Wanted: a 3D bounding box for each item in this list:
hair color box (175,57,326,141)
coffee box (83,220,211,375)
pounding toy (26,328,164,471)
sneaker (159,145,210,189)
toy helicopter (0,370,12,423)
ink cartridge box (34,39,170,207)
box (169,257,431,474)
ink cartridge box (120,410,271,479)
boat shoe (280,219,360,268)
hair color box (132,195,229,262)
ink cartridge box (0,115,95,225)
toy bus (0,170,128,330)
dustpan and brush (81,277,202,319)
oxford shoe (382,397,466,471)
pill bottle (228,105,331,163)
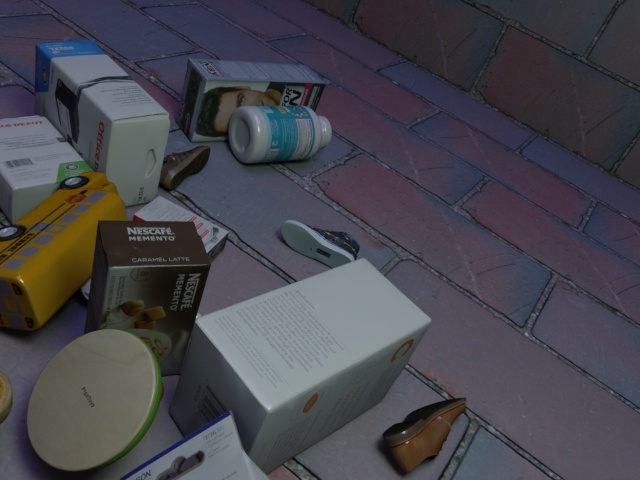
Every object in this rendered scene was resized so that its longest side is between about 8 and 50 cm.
[{"bbox_3d":[-0.185,-0.377,1.572,0.374,0.185,0.113,-10,48,-38],"label":"hair color box"},{"bbox_3d":[-0.264,0.094,0.861,0.141,0.246,0.098,0,42,-30],"label":"coffee box"},{"bbox_3d":[-0.275,0.245,0.769,0.183,0.110,0.237,-18,57,5],"label":"pounding toy"},{"bbox_3d":[-0.325,-0.185,1.347,0.071,0.066,0.188,27,35,7],"label":"sneaker"},{"bbox_3d":[-0.469,0.265,0.593,0.235,0.140,0.355,25,39,-1],"label":"toy helicopter"},{"bbox_3d":[-0.465,-0.241,1.206,0.129,0.223,0.307,-21,54,-44],"label":"ink cartridge box"},{"bbox_3d":[-0.027,0.192,0.892,0.345,0.215,0.168,-17,51,-43],"label":"box"},{"bbox_3d":[-0.108,0.393,0.632,0.069,0.175,0.371,52,7,-51],"label":"ink cartridge box"},{"bbox_3d":[0.000,0.000,1.297,0.183,0.065,0.083,31,34,-1],"label":"boat shoe"},{"bbox_3d":[-0.281,-0.016,1.163,0.167,0.053,0.093,26,34,7],"label":"hair color box"},{"bbox_3d":[-0.567,-0.143,1.133,0.160,0.093,0.219,-19,53,-44],"label":"ink cartridge box"},{"bbox_3d":[-0.432,0.000,0.975,0.130,0.108,0.333,5,33,13],"label":"toy bus"},{"bbox_3d":[-0.290,0.098,1.019,0.211,0.060,0.147,19,36,5],"label":"dustpan and brush"},{"bbox_3d":[0.187,0.325,0.986,0.212,0.076,0.076,-15,80,-44],"label":"oxford shoe"},{"bbox_3d":[-0.099,-0.283,1.533,0.264,0.146,0.146,-10,47,-39],"label":"pill bottle"}]
